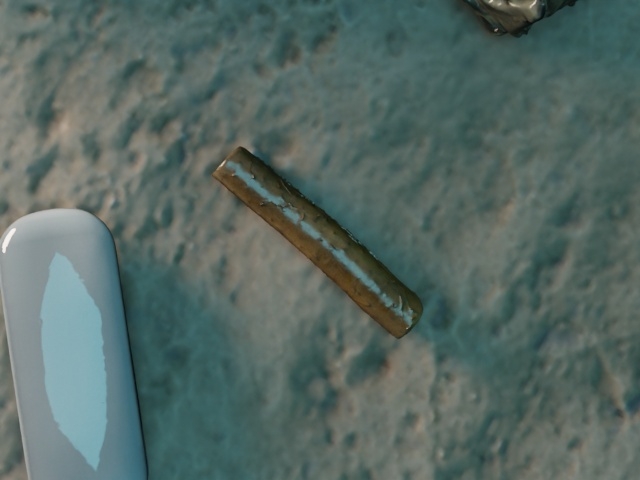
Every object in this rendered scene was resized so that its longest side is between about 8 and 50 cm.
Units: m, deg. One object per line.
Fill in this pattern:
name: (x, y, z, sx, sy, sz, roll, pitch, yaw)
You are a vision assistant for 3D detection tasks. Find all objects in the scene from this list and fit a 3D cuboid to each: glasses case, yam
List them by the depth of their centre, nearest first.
glasses case: (-0.140, 0.070, 0.986, 0.067, 0.045, 0.178, -8, 89, -6)
yam: (0.000, 0.000, 1.009, 0.145, 0.032, 0.032, 41, 86, -3)

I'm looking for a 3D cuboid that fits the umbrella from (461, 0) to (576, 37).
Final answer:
umbrella: (0.035, -0.270, 0.981, 0.113, 0.106, 0.358, -42, 93, -1)
